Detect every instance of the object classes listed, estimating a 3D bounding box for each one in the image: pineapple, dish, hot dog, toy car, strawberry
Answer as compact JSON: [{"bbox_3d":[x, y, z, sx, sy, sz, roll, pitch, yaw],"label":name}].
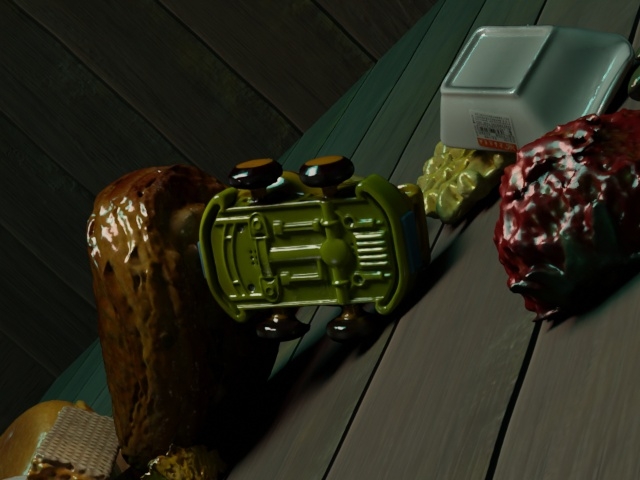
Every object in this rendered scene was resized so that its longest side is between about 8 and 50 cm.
[{"bbox_3d":[-0.157,0.285,1.835,0.114,0.077,0.114,-5,-41,-47],"label":"pineapple"},{"bbox_3d":[0.216,-0.170,1.706,0.234,0.064,0.154,9,62,52],"label":"dish"},{"bbox_3d":[-0.159,0.105,1.912,0.174,0.388,0.267,11,33,27],"label":"hot dog"},{"bbox_3d":[0.000,0.000,1.780,0.248,0.200,0.142,0,15,24],"label":"toy car"},{"bbox_3d":[0.204,-0.049,1.295,0.190,0.111,0.236,-45,7,33],"label":"strawberry"}]

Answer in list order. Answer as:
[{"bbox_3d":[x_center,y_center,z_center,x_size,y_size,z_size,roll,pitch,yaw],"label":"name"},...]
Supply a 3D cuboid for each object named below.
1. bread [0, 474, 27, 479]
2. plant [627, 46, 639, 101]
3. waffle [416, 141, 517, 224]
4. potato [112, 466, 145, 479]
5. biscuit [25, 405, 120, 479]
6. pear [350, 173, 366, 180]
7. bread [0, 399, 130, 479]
[{"bbox_3d":[-0.354,0.382,1.941,0.224,0.142,0.212,-40,37,-13],"label":"bread"},{"bbox_3d":[0.327,-0.182,1.437,0.174,0.085,0.087,-55,-15,-15],"label":"plant"},{"bbox_3d":[0.201,-0.120,1.853,0.250,0.056,0.261,-44,13,19],"label":"waffle"},{"bbox_3d":[-0.245,0.325,2.035,0.103,0.066,0.096,-43,-5,38],"label":"potato"},{"bbox_3d":[-0.288,0.256,1.951,0.379,0.094,0.054,-131,60,-85],"label":"biscuit"},{"bbox_3d":[0.023,-0.006,1.960,0.167,0.136,0.167,-61,6,10],"label":"pear"},{"bbox_3d":[-0.421,0.392,2.242,0.388,0.183,0.236,-48,10,-2],"label":"bread"}]
